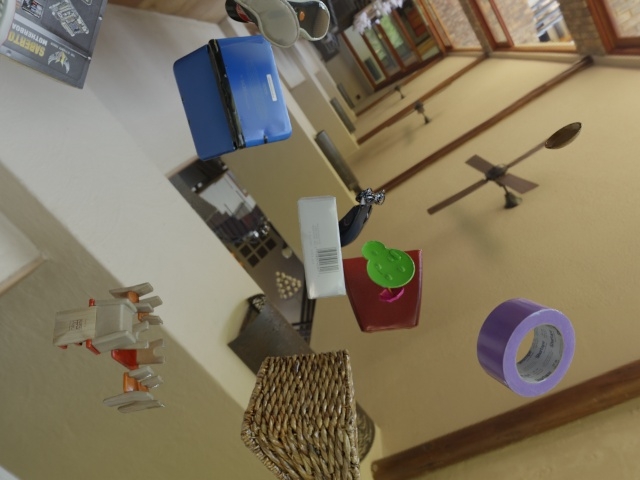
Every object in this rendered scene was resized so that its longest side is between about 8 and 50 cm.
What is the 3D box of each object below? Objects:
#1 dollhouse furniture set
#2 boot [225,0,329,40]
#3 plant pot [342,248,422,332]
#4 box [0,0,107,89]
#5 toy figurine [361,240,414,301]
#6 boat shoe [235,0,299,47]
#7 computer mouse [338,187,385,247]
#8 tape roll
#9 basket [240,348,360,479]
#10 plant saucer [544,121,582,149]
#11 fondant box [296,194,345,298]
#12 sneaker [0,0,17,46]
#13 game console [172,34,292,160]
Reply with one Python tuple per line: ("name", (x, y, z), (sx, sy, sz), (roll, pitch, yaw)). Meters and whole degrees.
("dollhouse furniture set", (-0.441, 0.219, 0.913), (0.135, 0.259, 0.262), (-10, -121, -7))
("boot", (-0.102, -0.543, 1.006), (0.176, 0.089, 0.244), (24, -152, 27))
("plant pot", (0.217, 0.186, 1.420), (0.267, 0.236, 0.267), (-7, 165, 8))
("box", (-0.363, -0.309, 0.494), (0.231, 0.056, 0.183), (-2, 111, -76))
("toy figurine", (0.186, 0.107, 1.222), (0.130, 0.159, 0.173), (-32, -124, -18))
("boat shoe", (-0.110, -0.435, 0.766), (0.075, 0.065, 0.206), (-39, 152, 18))
("computer mouse", (0.114, -0.056, 1.411), (0.272, 0.072, 0.188), (-48, 162, 26))
("tape roll", (0.432, 0.222, 0.885), (0.189, 0.189, 0.080), (-40, -160, -8))
("basket", (-0.030, 0.407, 0.933), (0.222, 0.214, 0.299), (-7, -165, 3))
("plant saucer", (0.545, -0.230, 0.940), (0.083, 0.015, 0.083), (-43, -167, 12))
("fondant box", (0.000, 0.000, 1.141), (0.096, 0.239, 0.330), (-6, -173, -1))
("sneaker", (-0.268, -0.210, 0.350), (0.070, 0.050, 0.135), (-154, -106, -76))
("game console", (-0.253, -0.405, 1.212), (0.250, 0.293, 0.173), (-18, -169, -25))
